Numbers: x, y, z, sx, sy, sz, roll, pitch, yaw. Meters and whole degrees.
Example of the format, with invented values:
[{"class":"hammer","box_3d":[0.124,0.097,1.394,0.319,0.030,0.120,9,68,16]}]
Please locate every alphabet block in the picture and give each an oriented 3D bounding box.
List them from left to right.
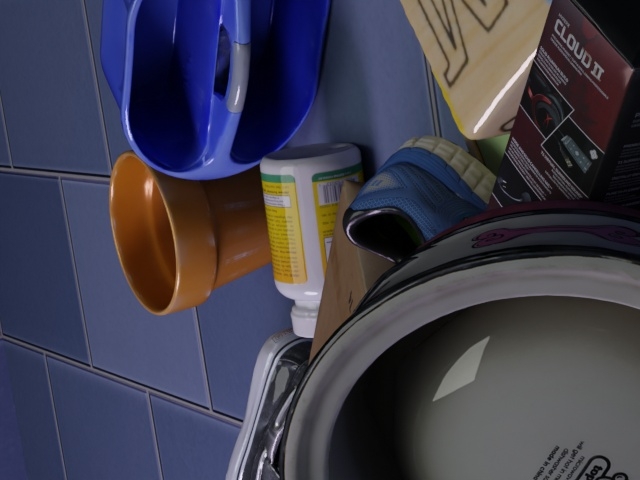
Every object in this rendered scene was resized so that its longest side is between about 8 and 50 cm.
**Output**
[{"class":"alphabet block","box_3d":[0.197,-0.222,1.523,0.193,0.192,0.197,69,152,21]}]

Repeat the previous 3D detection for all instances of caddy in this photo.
[{"class":"caddy","box_3d":[-0.120,-0.228,2.100,0.179,0.241,0.341,-123,32,-45]}]

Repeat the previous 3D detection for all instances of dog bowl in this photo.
[{"class":"dog bowl","box_3d":[0.182,0.149,1.356,0.150,0.408,0.408,-71,-14,-60]}]

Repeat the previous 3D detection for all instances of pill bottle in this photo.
[{"class":"pill bottle","box_3d":[0.000,0.000,2.098,0.117,0.117,0.208,14,114,62]}]

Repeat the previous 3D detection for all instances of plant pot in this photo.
[{"class":"plant pot","box_3d":[-0.136,-0.027,2.278,0.205,0.188,0.205,37,133,52]}]

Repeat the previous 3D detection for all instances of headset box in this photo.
[{"class":"headset box","box_3d":[0.265,-0.090,1.409,0.110,0.218,0.293,56,146,37]}]

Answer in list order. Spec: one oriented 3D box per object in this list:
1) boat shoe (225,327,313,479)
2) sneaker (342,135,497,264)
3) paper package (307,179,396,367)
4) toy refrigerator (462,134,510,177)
[{"class":"boat shoe","box_3d":[-0.042,0.277,2.299,0.119,0.121,0.335,-133,41,-53]},{"class":"sneaker","box_3d":[0.155,0.037,1.620,0.330,0.147,0.130,30,144,32]},{"class":"paper package","box_3d":[0.099,0.149,1.799,0.325,0.168,0.309,-99,16,-51]},{"class":"toy refrigerator","box_3d":[0.170,-0.158,1.711,0.102,0.094,0.270,-46,60,60]}]
